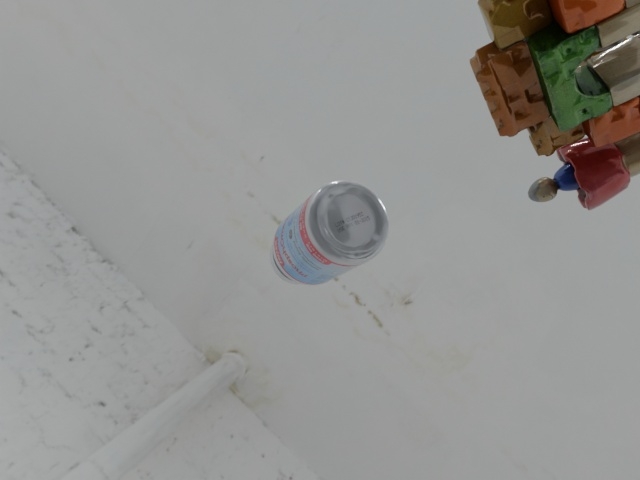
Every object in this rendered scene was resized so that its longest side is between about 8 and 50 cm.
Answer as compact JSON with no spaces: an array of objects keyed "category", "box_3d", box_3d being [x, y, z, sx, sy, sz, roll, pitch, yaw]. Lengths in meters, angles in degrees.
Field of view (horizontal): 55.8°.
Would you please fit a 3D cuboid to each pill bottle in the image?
[{"category":"pill bottle","box_3d":[0.000,0.000,0.647,0.087,0.087,0.160,55,-27,0]}]

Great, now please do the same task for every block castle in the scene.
[{"category":"block castle","box_3d":[0.241,-0.263,0.652,0.213,0.302,0.453,-26,-44,15]}]
